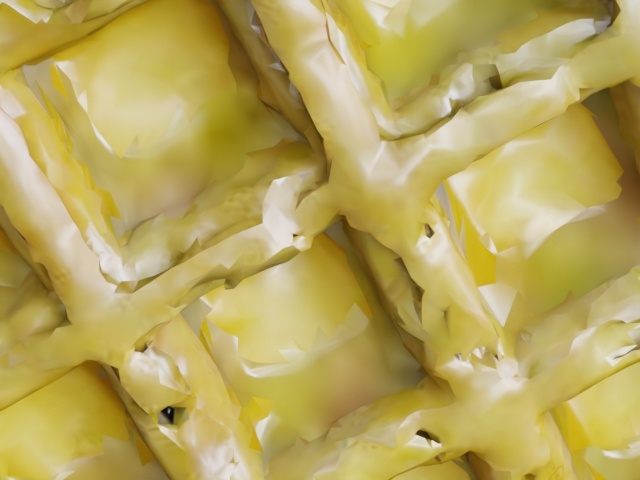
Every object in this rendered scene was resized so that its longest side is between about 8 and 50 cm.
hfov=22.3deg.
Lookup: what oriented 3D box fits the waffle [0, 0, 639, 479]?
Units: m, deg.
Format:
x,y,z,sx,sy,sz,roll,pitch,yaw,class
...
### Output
x,y,z,sx,sy,sz,roll,pitch,yaw,class
0.000,0.000,0.371,0.379,0.382,0.095,10,20,-11,waffle
